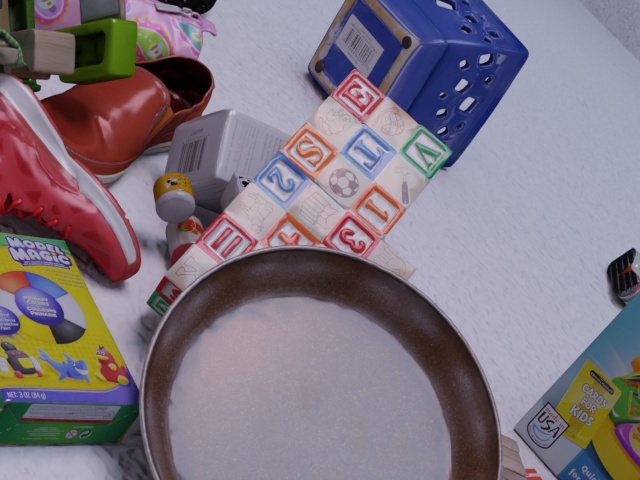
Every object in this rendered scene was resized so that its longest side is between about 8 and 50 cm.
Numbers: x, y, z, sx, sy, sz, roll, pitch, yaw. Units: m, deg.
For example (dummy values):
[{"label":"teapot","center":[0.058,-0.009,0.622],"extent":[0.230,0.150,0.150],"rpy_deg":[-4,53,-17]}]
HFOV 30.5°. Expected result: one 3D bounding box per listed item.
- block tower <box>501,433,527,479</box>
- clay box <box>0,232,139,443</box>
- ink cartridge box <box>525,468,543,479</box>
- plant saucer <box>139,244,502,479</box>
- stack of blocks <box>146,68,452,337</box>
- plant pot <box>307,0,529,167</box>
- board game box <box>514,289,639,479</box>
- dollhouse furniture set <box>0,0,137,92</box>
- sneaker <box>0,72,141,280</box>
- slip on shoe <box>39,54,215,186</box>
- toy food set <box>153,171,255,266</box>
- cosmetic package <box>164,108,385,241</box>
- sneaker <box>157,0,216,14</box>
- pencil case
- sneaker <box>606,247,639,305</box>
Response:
[{"label":"block tower","center":[0.133,0.283,0.995],"extent":[0.097,0.091,0.335],"rpy_deg":[26,27,-19]},{"label":"clay box","center":[-0.242,0.063,0.942],"extent":[0.127,0.053,0.222],"rpy_deg":[9,37,-45]},{"label":"ink cartridge box","center":[0.194,0.257,1.146],"extent":[0.029,0.063,0.115],"rpy_deg":[8,37,-43]},{"label":"plant saucer","center":[0.000,0.150,0.959],"extent":[0.311,0.050,0.310],"rpy_deg":[10,59,-18]},{"label":"stack of blocks","center":[0.000,0.000,1.112],"extent":[0.171,0.087,0.297],"rpy_deg":[41,62,-2]},{"label":"plant pot","center":[0.132,-0.273,1.791],"extent":[0.212,0.236,0.236],"rpy_deg":[0,44,-43]},{"label":"board game box","center":[0.401,0.174,1.230],"extent":[0.254,0.336,0.079],"rpy_deg":[48,28,25]},{"label":"dollhouse furniture set","center":[-0.345,-0.228,1.096],"extent":[0.198,0.151,0.301],"rpy_deg":[-2,1,39]},{"label":"sneaker","center":[-0.271,-0.030,1.068],"extent":[0.128,0.087,0.221],"rpy_deg":[-40,96,-27]},{"label":"slip on shoe","center":[-0.216,-0.140,1.267],"extent":[0.123,0.101,0.331],"rpy_deg":[42,27,8]},{"label":"toy food set","center":[-0.061,0.014,1.187],"extent":[0.232,0.111,0.104],"rpy_deg":[14,34,-26]},{"label":"cosmetic package","center":[-0.043,-0.059,1.295],"extent":[0.231,0.117,0.085],"rpy_deg":[21,73,-34]},{"label":"sneaker","center":[-0.237,-0.361,1.652],"extent":[0.124,0.107,0.283],"rpy_deg":[23,21,6]},{"label":"pencil case","center":[-0.272,-0.271,1.400],"extent":[0.284,0.124,0.124],"rpy_deg":[22,29,-25]},{"label":"sneaker","center":[0.505,0.073,1.878],"extent":[0.075,0.057,0.161],"rpy_deg":[49,22,-12]}]
